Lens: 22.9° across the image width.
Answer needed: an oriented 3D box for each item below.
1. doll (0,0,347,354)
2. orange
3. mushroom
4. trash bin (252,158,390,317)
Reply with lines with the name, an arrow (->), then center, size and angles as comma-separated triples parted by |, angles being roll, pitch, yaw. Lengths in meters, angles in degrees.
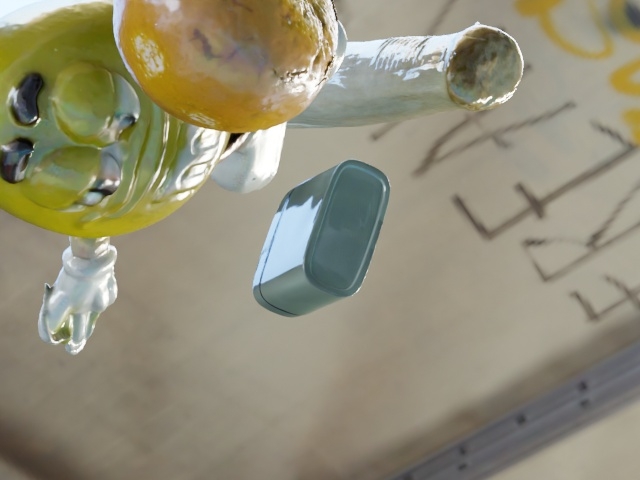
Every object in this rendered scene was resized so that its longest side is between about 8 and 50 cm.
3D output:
doll -> -0.148, -0.095, 1.344 | 0.161, 0.348, 0.423 | 28, -125, 28
orange -> -0.034, -0.076, 0.545 | 0.083, 0.070, 0.083 | 40, -139, -47
mushroom -> 0.039, -0.164, 1.628 | 0.123, 0.351, 0.095 | -22, -76, -54
trash bin -> 0.000, 0.000, 1.314 | 0.059, 0.130, 0.116 | 22, -106, -16
